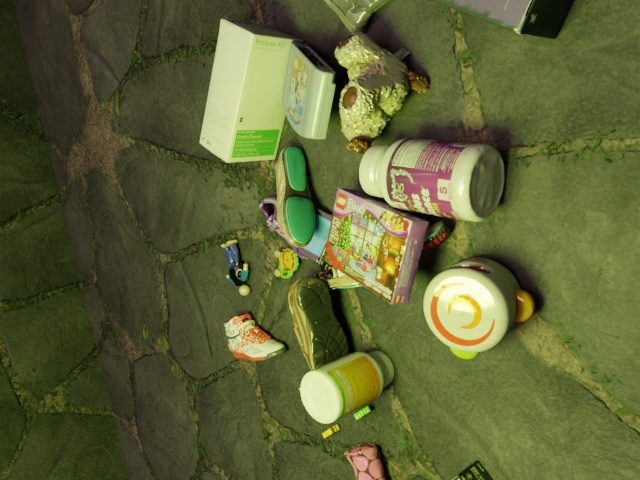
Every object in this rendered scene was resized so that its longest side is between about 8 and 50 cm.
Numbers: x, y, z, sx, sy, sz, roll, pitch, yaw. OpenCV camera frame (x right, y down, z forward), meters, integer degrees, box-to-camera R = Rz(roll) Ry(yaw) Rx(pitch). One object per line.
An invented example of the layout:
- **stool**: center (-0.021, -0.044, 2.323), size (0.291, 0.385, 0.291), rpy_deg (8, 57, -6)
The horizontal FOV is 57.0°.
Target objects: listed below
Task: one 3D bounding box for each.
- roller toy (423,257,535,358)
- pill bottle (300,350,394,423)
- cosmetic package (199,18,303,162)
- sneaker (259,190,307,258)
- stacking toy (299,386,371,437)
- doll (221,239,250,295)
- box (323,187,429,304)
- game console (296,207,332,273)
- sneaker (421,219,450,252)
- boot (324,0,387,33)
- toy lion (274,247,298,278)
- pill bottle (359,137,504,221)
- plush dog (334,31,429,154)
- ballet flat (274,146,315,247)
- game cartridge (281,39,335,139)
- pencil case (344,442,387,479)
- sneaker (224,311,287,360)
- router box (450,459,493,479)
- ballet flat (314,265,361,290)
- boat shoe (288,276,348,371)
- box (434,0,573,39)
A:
- **roller toy**: center (0.341, 0.137, 1.303), size (0.191, 0.146, 0.209), rpy_deg (53, 125, 11)
- **pill bottle**: center (0.079, 0.371, 1.539), size (0.136, 0.246, 0.136), rpy_deg (12, 107, 43)
- **cosmetic package**: center (-0.204, -0.424, 1.691), size (0.155, 0.197, 0.365), rpy_deg (37, 124, 34)
- **sneaker**: center (-0.105, -0.043, 1.736), size (0.095, 0.105, 0.236), rpy_deg (-45, 68, 39)
- **stacking toy**: center (0.044, 0.466, 1.737), size (0.221, 0.052, 0.166), rpy_deg (-44, 68, 37)
- **doll**: center (-0.279, 0.095, 1.978), size (0.129, 0.046, 0.188), rpy_deg (-24, 81, 46)
- **box**: center (0.123, 0.006, 1.430), size (0.293, 0.057, 0.200), rpy_deg (30, 113, 52)
- **game console**: center (0.000, 0.000, 1.628), size (0.124, 0.085, 0.143), rpy_deg (-107, 39, -72)
- **sneaker**: center (0.194, -0.021, 1.446), size (0.262, 0.104, 0.125), rpy_deg (-21, 82, 45)
- **boot**: center (0.107, -0.631, 1.423), size (0.189, 0.076, 0.208), rpy_deg (51, 138, 7)
- **toy lion**: center (-0.100, 0.070, 1.797), size (0.096, 0.034, 0.100), rpy_deg (18, 112, 48)
- **pill bottle**: center (0.240, -0.143, 1.326), size (0.302, 0.169, 0.169), rpy_deg (14, 108, 43)
- **plush dog**: center (0.120, -0.336, 1.431), size (0.225, 0.211, 0.262), rpy_deg (124, 149, -52)
- **ballet flat**: center (-0.080, -0.111, 1.669), size (0.106, 0.108, 0.315), rpy_deg (-37, 49, 51)
- **game cartridge**: center (-0.038, -0.387, 1.540), size (0.297, 0.062, 0.198), rpy_deg (-119, 38, -53)
- **pencil case**: center (0.142, 0.681, 1.655), size (0.098, 0.095, 0.209), rpy_deg (-18, 82, 10)
- **sneaker**: center (-0.225, 0.313, 1.938), size (0.270, 0.090, 0.144), rpy_deg (-11, 93, 48)
- **router box**: center (0.379, 0.599, 1.400), size (0.122, 0.092, 0.038), rpy_deg (53, 130, 23)
- **ballet flat**: center (0.050, 0.102, 1.635), size (0.206, 0.073, 0.067), rpy_deg (-15, 91, 44)
- **boat shoe**: center (-0.011, 0.255, 1.661), size (0.120, 0.123, 0.323), rpy_deg (-2, 101, 60)
- **box**: center (0.303, -0.594, 1.114), size (0.396, 0.212, 0.293), rpy_deg (35, 121, 28)
